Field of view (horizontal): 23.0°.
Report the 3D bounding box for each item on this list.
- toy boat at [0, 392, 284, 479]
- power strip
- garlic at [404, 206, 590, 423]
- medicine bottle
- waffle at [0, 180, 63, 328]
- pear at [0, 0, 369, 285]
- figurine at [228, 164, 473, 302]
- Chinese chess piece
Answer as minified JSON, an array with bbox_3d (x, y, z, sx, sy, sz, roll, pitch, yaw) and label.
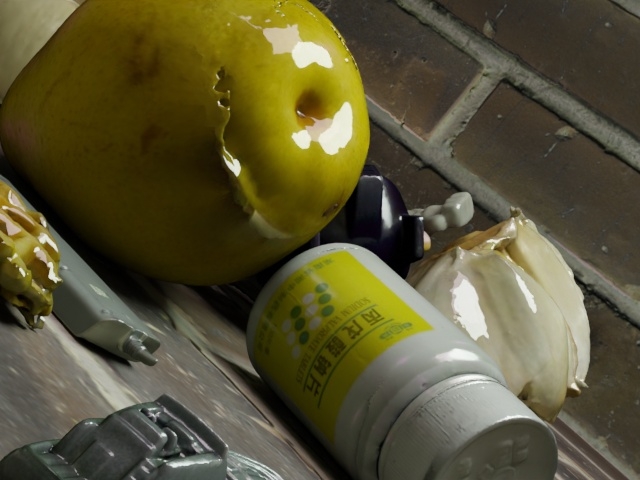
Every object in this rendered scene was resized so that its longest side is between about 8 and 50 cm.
[{"bbox_3d":[-0.060,0.113,0.699,0.078,0.085,0.260,39,4,18],"label":"toy boat"},{"bbox_3d":[-0.181,0.018,1.075,0.253,0.027,0.060,42,5,39],"label":"power strip"},{"bbox_3d":[0.147,0.104,1.439,0.203,0.185,0.281,59,16,0],"label":"garlic"},{"bbox_3d":[0.059,0.119,1.221,0.143,0.143,0.258,34,6,-44],"label":"medicine bottle"},{"bbox_3d":[-0.267,-0.048,0.938,0.254,0.052,0.245,32,6,-45],"label":"waffle"},{"bbox_3d":[-0.116,-0.090,1.329,0.285,0.285,0.336,37,-25,-15],"label":"pear"},{"bbox_3d":[0.004,0.001,1.528,0.308,0.308,0.143,-107,171,-82],"label":"figurine"},{"bbox_3d":[-0.283,-0.200,1.748,0.338,0.140,0.338,38,4,-3],"label":"Chinese chess piece"}]
